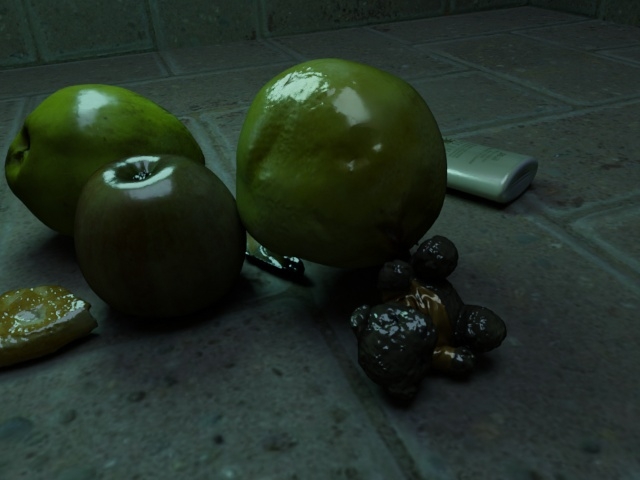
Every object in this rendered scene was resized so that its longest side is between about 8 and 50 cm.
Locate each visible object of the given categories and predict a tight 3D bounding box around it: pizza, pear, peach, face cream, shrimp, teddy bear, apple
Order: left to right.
[{"bbox_3d":[-0.439,0.121,0.828,0.182,0.062,0.161,-28,45,-27],"label":"pizza"},{"bbox_3d":[-0.373,-0.137,1.052,0.375,0.287,0.287,8,24,-28],"label":"pear"},{"bbox_3d":[-0.243,-0.014,0.863,0.256,0.234,0.257,-5,29,3],"label":"apple"},{"bbox_3d":[0.000,0.000,0.988,0.233,0.071,0.365,-32,42,-25],"label":"shrimp"},{"bbox_3d":[0.034,-0.109,0.842,0.315,0.314,0.281,24,0,40],"label":"peach"},{"bbox_3d":[0.121,0.110,0.727,0.190,0.177,0.140,-31,-5,-39],"label":"teddy bear"},{"bbox_3d":[0.273,-0.174,1.226,0.348,0.081,0.173,24,40,37],"label":"face cream"}]
